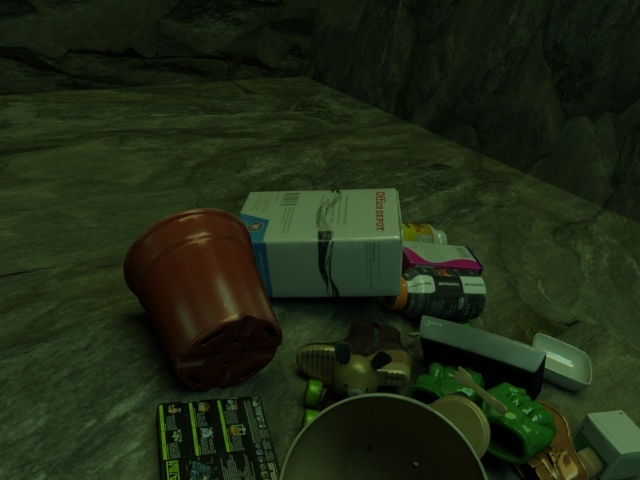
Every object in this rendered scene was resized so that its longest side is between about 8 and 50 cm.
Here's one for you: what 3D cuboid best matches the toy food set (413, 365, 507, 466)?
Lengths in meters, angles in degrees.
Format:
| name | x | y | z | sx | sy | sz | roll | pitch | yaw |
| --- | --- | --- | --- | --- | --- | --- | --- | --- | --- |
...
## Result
| name | x | y | z | sx | sy | sz | roll | pitch | yaw |
| --- | --- | --- | --- | --- | --- | --- | --- | --- | --- |
| toy food set | 0.243 | 0.342 | 0.996 | 0.132 | 0.192 | 0.038 | 38 | 1 | 33 |

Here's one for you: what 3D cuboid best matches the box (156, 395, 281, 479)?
| name | x | y | z | sx | sy | sz | roll | pitch | yaw |
| --- | --- | --- | --- | --- | --- | --- | --- | --- | --- |
| box | -0.170 | 0.345 | 0.899 | 0.184 | 0.045 | 0.191 | 0 | 33 | -21 |

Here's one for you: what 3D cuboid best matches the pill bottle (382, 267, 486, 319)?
| name | x | y | z | sx | sy | sz | roll | pitch | yaw |
| --- | --- | --- | --- | --- | --- | --- | --- | --- | --- |
| pill bottle | 0.282 | 0.135 | 1.387 | 0.245 | 0.131 | 0.130 | 3 | 31 | -20 |

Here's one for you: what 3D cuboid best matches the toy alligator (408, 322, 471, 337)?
| name | x | y | z | sx | sy | sz | roll | pitch | yaw |
| --- | --- | --- | --- | --- | --- | --- | --- | --- | --- |
| toy alligator | 0.289 | 0.234 | 1.303 | 0.189 | 0.056 | 0.051 | -4 | 74 | -30 |

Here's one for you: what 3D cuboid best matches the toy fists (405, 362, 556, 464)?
| name | x | y | z | sx | sy | sz | roll | pitch | yaw |
| --- | --- | --- | --- | --- | --- | --- | --- | --- | --- |
| toy fists | 0.311 | 0.321 | 1.068 | 0.279 | 0.096 | 0.142 | 15 | 17 | 39 |

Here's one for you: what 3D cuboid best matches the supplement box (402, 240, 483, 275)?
| name | x | y | z | sx | sy | sz | roll | pitch | yaw |
| --- | --- | --- | --- | --- | --- | --- | --- | --- | --- |
| supplement box | 0.314 | 0.080 | 1.515 | 0.219 | 0.114 | 0.111 | 7 | 31 | -17 |

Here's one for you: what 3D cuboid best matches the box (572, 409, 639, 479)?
| name | x | y | z | sx | sy | sz | roll | pitch | yaw |
| --- | --- | --- | --- | --- | --- | --- | --- | --- | --- |
| box | 0.582 | 0.408 | 1.092 | 0.101 | 0.087 | 0.101 | 3 | 31 | -21 |

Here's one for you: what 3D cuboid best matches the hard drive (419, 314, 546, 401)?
| name | x | y | z | sx | sy | sz | roll | pitch | yaw |
| --- | --- | --- | --- | --- | --- | --- | --- | --- | --- |
| hard drive | 0.331 | 0.252 | 1.149 | 0.254 | 0.172 | 0.054 | 14 | 53 | 28 |

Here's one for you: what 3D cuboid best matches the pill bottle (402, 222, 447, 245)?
| name | x | y | z | sx | sy | sz | roll | pitch | yaw |
| --- | --- | --- | --- | --- | --- | --- | --- | --- | --- |
| pill bottle | 0.261 | 0.006 | 1.613 | 0.214 | 0.117 | 0.117 | 2 | 31 | -23 |

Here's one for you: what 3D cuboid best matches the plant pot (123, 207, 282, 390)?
| name | x | y | z | sx | sy | sz | roll | pitch | yaw |
| --- | --- | --- | --- | --- | --- | --- | --- | --- | --- |
| plant pot | -0.216 | 0.124 | 1.065 | 0.272 | 0.273 | 0.265 | -4 | 42 | -31 |

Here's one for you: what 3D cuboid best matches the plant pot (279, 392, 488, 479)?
| name | x | y | z | sx | sy | sz | roll | pitch | yaw |
| --- | --- | --- | --- | --- | --- | --- | --- | --- | --- |
| plant pot | 0.097 | 0.363 | 0.809 | 0.284 | 0.284 | 0.191 | 22 | -5 | 13 |

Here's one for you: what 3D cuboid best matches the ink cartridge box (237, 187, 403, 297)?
| name | x | y | z | sx | sy | sz | roll | pitch | yaw |
| --- | --- | --- | --- | --- | --- | --- | --- | --- | --- |
| ink cartridge box | 0.000 | 0.000 | 1.352 | 0.394 | 0.166 | 0.285 | -1 | 28 | 6 |

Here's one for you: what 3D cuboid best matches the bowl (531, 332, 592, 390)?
| name | x | y | z | sx | sy | sz | roll | pitch | yaw |
| --- | --- | --- | --- | --- | --- | --- | --- | --- | --- |
| bowl | 0.569 | 0.298 | 1.314 | 0.142 | 0.053 | 0.142 | 22 | 30 | 14 |

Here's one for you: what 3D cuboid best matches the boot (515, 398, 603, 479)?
| name | x | y | z | sx | sy | sz | roll | pitch | yaw |
| --- | --- | --- | --- | --- | --- | --- | --- | --- | --- |
| boot | 0.423 | 0.396 | 1.062 | 0.152 | 0.073 | 0.197 | -9 | 31 | -25 |

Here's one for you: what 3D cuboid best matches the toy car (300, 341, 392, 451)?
| name | x | y | z | sx | sy | sz | roll | pitch | yaw |
| --- | --- | --- | --- | --- | --- | --- | --- | --- | --- |
| toy car | 0.060 | 0.267 | 0.989 | 0.154 | 0.189 | 0.149 | 13 | 29 | -4 |

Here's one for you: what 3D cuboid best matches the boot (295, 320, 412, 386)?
| name | x | y | z | sx | sy | sz | roll | pitch | yaw |
| --- | --- | --- | --- | --- | --- | --- | --- | --- | --- |
| boot | 0.070 | 0.236 | 1.190 | 0.248 | 0.090 | 0.207 | 11 | 17 | -4 |
